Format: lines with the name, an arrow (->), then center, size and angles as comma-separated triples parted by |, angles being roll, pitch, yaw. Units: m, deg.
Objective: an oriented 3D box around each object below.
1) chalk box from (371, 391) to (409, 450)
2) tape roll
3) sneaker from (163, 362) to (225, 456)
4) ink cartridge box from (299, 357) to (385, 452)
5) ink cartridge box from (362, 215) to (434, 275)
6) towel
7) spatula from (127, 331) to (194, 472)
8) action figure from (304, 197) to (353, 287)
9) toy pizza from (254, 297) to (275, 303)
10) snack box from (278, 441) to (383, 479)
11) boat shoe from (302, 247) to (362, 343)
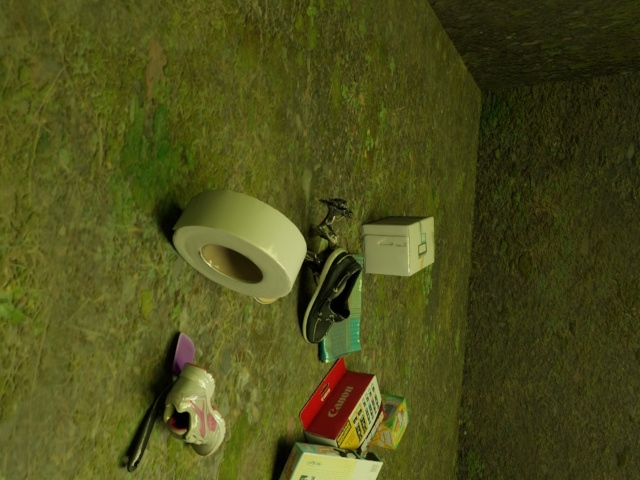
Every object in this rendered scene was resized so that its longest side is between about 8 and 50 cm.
chalk box -> 0.275, 0.712, 1.986 | 0.213, 0.131, 0.133 | -45, 128, -48
tape roll -> -0.178, 0.014, 1.087 | 0.286, 0.285, 0.100 | 55, 48, -43
sneaker -> -0.288, 0.394, 1.075 | 0.111, 0.102, 0.253 | -47, 139, -49
ink cartridge box -> 0.084, 0.602, 1.678 | 0.309, 0.129, 0.272 | -44, 127, -48
ink cartridge box -> 0.316, 0.014, 1.959 | 0.270, 0.198, 0.198 | -16, 106, -56
towel -> 0.080, 0.230, 1.739 | 0.271, 0.040, 0.371 | 3, 88, -59
spatula -> -0.344, 0.350, 1.069 | 0.084, 0.030, 0.297 | 67, 39, -53
action figure -> 0.000, 0.000, 1.517 | 0.164, 0.140, 0.276 | -30, 143, -63
toy pizza -> -0.140, 0.079, 1.385 | 0.201, 0.032, 0.202 | -4, 94, -58
snack box -> 0.027, 0.730, 1.494 | 0.321, 0.060, 0.187 | 23, 91, -32
boat shoe -> 0.045, 0.195, 1.510 | 0.127, 0.113, 0.340 | -6, 121, -55
